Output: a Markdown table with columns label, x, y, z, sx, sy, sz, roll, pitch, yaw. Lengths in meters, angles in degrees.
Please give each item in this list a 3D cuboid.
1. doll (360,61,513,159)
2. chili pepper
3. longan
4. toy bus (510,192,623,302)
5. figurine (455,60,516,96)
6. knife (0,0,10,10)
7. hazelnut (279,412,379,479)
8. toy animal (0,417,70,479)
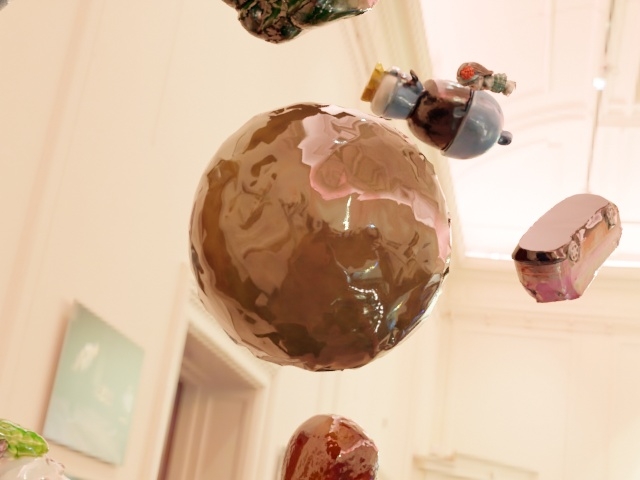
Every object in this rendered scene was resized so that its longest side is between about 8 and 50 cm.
| label | x | y | z | sx | sy | sz | roll | pitch | yaw |
| --- | --- | --- | --- | --- | --- | --- | --- | --- | --- |
| doll | 0.238 | -0.257 | 1.976 | 0.314 | 0.141 | 0.177 | 24 | -30 | -6 |
| chili pepper | -0.030 | -0.449 | 1.584 | 0.233 | 0.248 | 0.257 | -20 | 6 | 42 |
| longan | 0.000 | 0.000 | 1.432 | 0.391 | 0.391 | 0.391 | 7 | -19 | 3 |
| toy bus | 0.525 | 0.015 | 2.104 | 0.127 | 0.303 | 0.147 | 4 | -59 | 41 |
| figurine | 0.281 | -0.273 | 1.695 | 0.106 | 0.047 | 0.060 | 15 | 11 | -15 |
| knife | -0.534 | -0.479 | 1.783 | 0.331 | 0.080 | 0.044 | -34 | -9 | -3 |
| hazelnut | 0.006 | 0.443 | 1.947 | 0.208 | 0.208 | 0.208 | 7 | -19 | 3 |
| toy animal | -0.425 | 0.327 | 1.249 | 0.267 | 0.212 | 0.212 | 14 | -20 | -16 |
